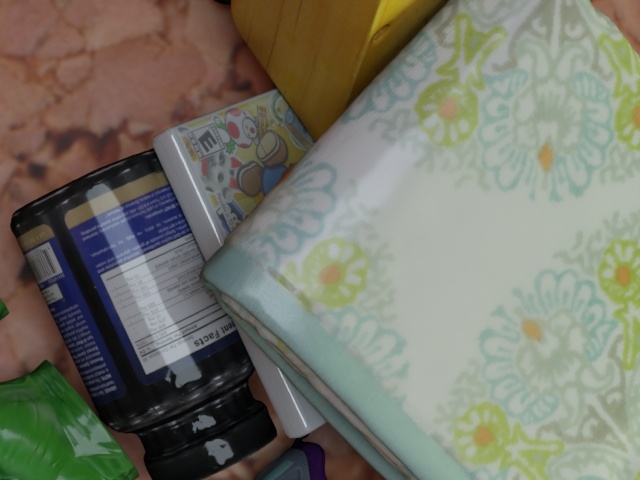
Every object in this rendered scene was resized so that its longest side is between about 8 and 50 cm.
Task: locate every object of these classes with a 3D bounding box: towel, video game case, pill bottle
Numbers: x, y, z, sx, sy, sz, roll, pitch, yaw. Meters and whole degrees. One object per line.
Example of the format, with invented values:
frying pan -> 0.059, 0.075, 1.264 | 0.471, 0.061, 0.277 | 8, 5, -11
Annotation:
towel -> 0.143, 0.034, 1.116 | 0.320, 0.090, 0.374 | -48, 113, -13
video game case -> 0.000, 0.000, 1.169 | 0.206, 0.026, 0.227 | -26, 92, -48
pill bottle -> -0.117, 0.057, 1.134 | 0.123, 0.123, 0.219 | -25, 92, -16

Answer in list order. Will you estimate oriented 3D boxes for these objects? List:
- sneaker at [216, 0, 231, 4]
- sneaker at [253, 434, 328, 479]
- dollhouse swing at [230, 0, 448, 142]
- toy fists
sneaker -> -0.076, -0.248, 1.204 | 0.075, 0.063, 0.170 | -24, 96, -22
sneaker -> 0.041, 0.237, 1.183 | 0.224, 0.083, 0.098 | 45, 70, -7
dollhouse swing -> 0.046, -0.318, 1.147 | 0.347, 0.315, 0.305 | -40, 78, -23
toy fists -> -0.254, 0.109, 1.107 | 0.142, 0.096, 0.279 | -39, 97, -13
